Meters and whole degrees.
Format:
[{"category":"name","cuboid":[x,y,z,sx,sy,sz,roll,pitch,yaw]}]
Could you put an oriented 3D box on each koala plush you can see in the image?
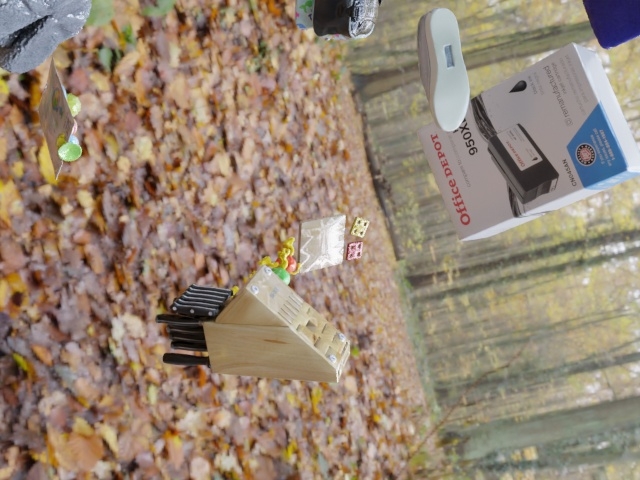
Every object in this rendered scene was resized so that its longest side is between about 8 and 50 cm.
[{"category":"koala plush","cuboid":[-0.450,-0.390,0.976,0.221,0.203,0.196,61,10,7]}]

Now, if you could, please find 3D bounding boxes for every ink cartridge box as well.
[{"category":"ink cartridge box","cuboid":[0.448,-0.199,1.515,0.166,0.395,0.286,-7,74,-52]}]

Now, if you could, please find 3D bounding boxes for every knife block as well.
[{"category":"knife block","cuboid":[-0.125,0.171,1.122,0.275,0.242,0.088,42,28,-4]}]

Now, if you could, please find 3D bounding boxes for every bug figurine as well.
[{"category":"bug figurine","cuboid":[-0.138,0.105,1.368,0.072,0.279,0.216,53,-8,-6]}]

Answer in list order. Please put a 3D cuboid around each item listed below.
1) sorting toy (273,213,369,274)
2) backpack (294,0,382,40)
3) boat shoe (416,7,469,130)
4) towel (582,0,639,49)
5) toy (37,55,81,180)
[{"category":"sorting toy","cuboid":[0.000,0.000,1.725,0.046,0.274,0.132,30,-56,48]},{"category":"backpack","cuboid":[0.050,-0.584,1.626,0.253,0.191,0.225,-34,130,-61]},{"category":"boat shoe","cuboid":[0.228,-0.324,1.325,0.081,0.079,0.228,-149,-132,-69]},{"category":"towel","cuboid":[0.635,-0.575,1.424,0.227,0.076,0.308,-14,-81,55]},{"category":"toy","cuboid":[-0.505,-0.240,1.367,0.137,0.056,0.237,-59,-139,31]}]
